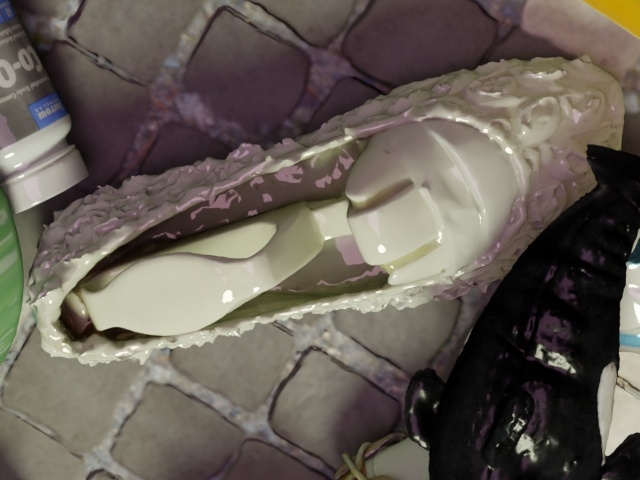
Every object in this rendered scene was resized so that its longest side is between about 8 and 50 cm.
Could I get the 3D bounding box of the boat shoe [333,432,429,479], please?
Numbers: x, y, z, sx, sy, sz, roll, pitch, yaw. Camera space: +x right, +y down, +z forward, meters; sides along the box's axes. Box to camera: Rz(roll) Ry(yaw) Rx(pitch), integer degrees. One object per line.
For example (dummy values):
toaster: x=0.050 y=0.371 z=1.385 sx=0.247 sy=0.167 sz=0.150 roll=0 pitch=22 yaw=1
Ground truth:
boat shoe: x=0.052 y=0.184 z=1.166 sx=0.103 sy=0.113 sz=0.302 roll=22 pitch=108 yaw=-2

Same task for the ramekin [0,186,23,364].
ramekin: x=-0.338 y=0.019 z=1.134 sx=0.303 sy=0.148 sz=0.303 roll=11 pitch=118 yaw=22

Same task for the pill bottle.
pill bottle: x=-0.210 y=-0.089 z=1.157 sx=0.078 sy=0.078 sz=0.137 roll=-25 pitch=99 yaw=15

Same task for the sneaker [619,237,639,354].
sneaker: x=0.274 y=0.042 z=1.113 sx=0.229 sy=0.087 sz=0.092 roll=9 pitch=124 yaw=7

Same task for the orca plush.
orca plush: x=0.139 y=0.090 z=1.029 sx=0.151 sy=0.102 sz=0.287 roll=35 pitch=100 yaw=4

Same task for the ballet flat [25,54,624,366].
ballet flat: x=0.000 y=0.000 z=1.117 sx=0.409 sy=0.147 sz=0.147 roll=-18 pitch=101 yaw=13

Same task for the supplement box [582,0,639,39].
supplement box: x=0.274 y=-0.264 z=0.896 sx=0.194 sy=0.195 sz=0.356 roll=38 pitch=128 yaw=14
